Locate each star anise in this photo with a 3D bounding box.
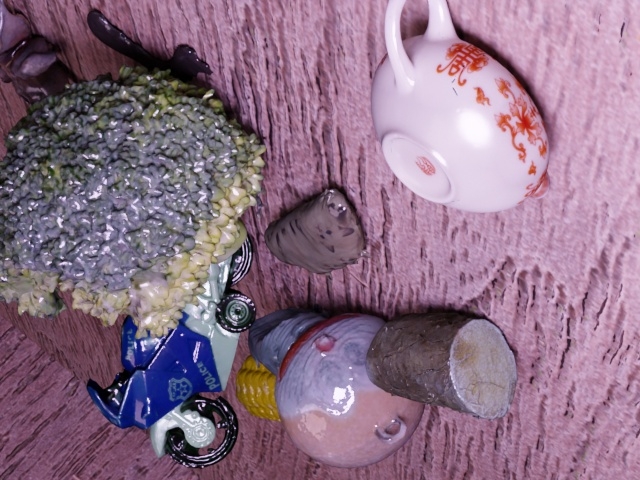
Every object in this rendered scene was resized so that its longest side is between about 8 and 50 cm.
[{"bbox_3d":[-0.370,-0.216,1.961,0.172,0.063,0.208,47,160,-18],"label":"star anise"}]

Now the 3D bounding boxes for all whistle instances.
[{"bbox_3d":[0.002,0.145,1.868,0.348,0.189,0.189,38,165,54],"label":"whistle"}]

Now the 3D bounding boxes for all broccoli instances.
[{"bbox_3d":[-0.216,-0.010,1.700,0.375,0.249,0.302,-28,128,25],"label":"broccoli"}]

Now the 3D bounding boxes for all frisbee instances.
[{"bbox_3d":[-0.166,-0.184,1.711,0.211,0.012,0.187,46,160,-10],"label":"frisbee"}]

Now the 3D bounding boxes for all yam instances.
[{"bbox_3d":[0.125,0.127,1.665,0.107,0.107,0.183,51,156,-23],"label":"yam"}]

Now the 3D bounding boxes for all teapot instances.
[{"bbox_3d":[0.105,-0.101,1.252,0.159,0.116,0.245,38,158,47],"label":"teapot"}]

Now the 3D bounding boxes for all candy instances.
[{"bbox_3d":[-0.027,0.200,2.139,0.199,0.094,0.106,0,134,53],"label":"candy"}]

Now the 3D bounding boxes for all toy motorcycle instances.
[{"bbox_3d":[-0.184,0.115,1.938,0.196,0.331,0.125,5,-176,-9],"label":"toy motorcycle"}]

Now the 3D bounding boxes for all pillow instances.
[{"bbox_3d":[0.001,0.000,1.718,0.093,0.051,0.241,45,158,-7],"label":"pillow"}]
